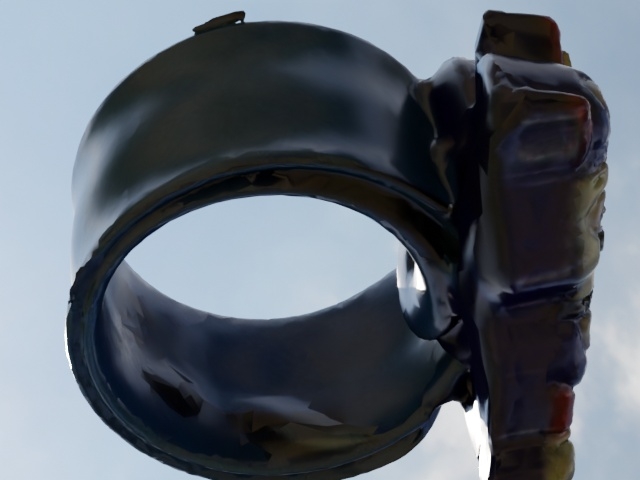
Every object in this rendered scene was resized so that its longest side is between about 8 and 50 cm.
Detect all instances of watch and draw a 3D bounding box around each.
[{"bbox_3d":[0.000,0.002,0.630,0.200,0.196,0.171,-6,-149,0],"label":"watch"}]
